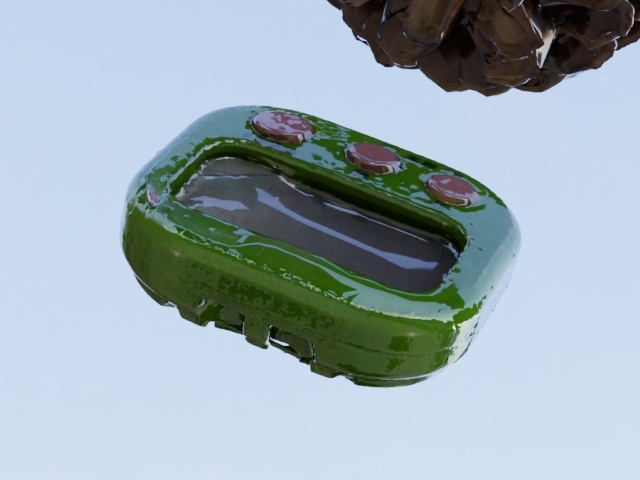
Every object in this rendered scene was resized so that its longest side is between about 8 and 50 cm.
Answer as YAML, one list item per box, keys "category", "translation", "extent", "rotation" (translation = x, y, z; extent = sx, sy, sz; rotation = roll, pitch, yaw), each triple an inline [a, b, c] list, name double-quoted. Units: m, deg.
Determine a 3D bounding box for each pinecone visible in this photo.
- category: "pinecone"
  translation: [0.088, -0.173, 0.937]
  extent: [0.221, 0.221, 0.221]
  rotation: [11, -40, 9]

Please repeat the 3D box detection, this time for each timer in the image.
- category: "timer"
  translation: [0.000, 0.000, 0.710]
  extent: [0.140, 0.128, 0.047]
  rotation: [21, -58, 12]
